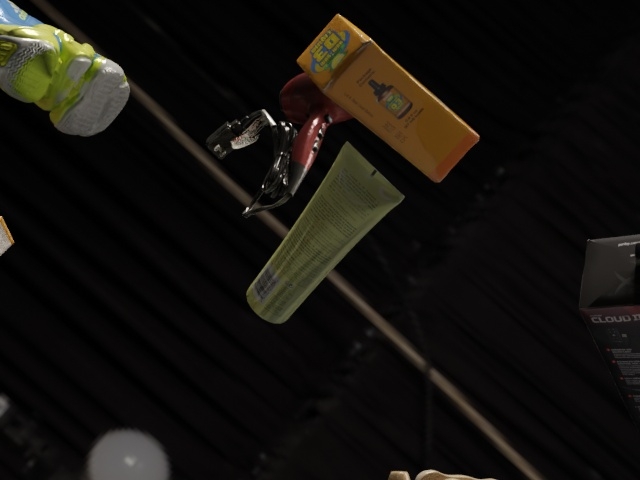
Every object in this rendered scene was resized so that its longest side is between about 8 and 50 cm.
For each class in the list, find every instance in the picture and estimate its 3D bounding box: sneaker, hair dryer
[{"bbox_3d":[-0.282,-0.187,1.399,0.091,0.126,0.240,-47,-17,1],"label":"sneaker"},{"bbox_3d":[-0.004,-0.148,1.905,0.293,0.080,0.223,-37,43,1],"label":"hair dryer"}]

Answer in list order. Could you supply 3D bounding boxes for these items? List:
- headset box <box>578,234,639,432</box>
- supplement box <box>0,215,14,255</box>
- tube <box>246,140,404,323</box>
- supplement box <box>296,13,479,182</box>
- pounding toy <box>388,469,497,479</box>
[{"bbox_3d":[0.441,0.098,1.612,0.218,0.293,0.110,-8,47,27],"label":"headset box"},{"bbox_3d":[-0.371,0.016,1.421,0.062,0.036,0.098,-2,32,30],"label":"supplement box"},{"bbox_3d":[0.000,0.000,1.615,0.240,0.070,0.062,-52,30,31],"label":"tube"},{"bbox_3d":[0.079,-0.157,1.555,0.078,0.080,0.233,-47,-43,9],"label":"supplement box"},{"bbox_3d":[0.208,0.431,2.045,0.155,0.269,0.154,7,85,63],"label":"pounding toy"}]
